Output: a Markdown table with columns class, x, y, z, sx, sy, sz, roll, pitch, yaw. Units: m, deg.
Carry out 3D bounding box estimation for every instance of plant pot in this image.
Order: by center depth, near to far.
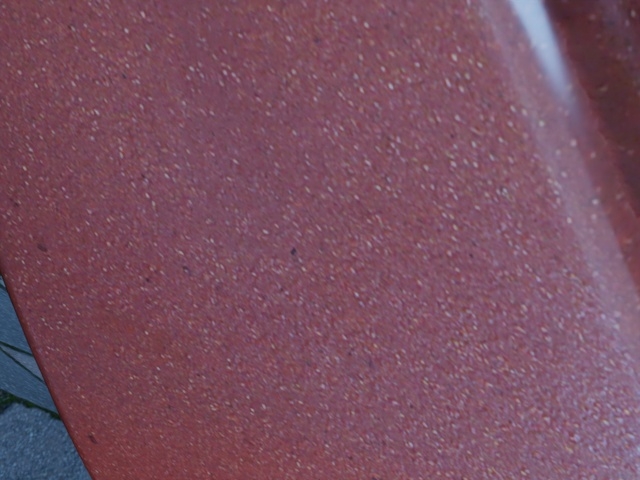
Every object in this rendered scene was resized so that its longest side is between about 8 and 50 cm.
| class | x | y | z | sx | sy | sz | roll | pitch | yaw |
| --- | --- | --- | --- | --- | --- | --- | --- | --- | --- |
| plant pot | 0.056 | -0.062 | 0.486 | 0.267 | 0.267 | 0.236 | 15 | 149 | 40 |
